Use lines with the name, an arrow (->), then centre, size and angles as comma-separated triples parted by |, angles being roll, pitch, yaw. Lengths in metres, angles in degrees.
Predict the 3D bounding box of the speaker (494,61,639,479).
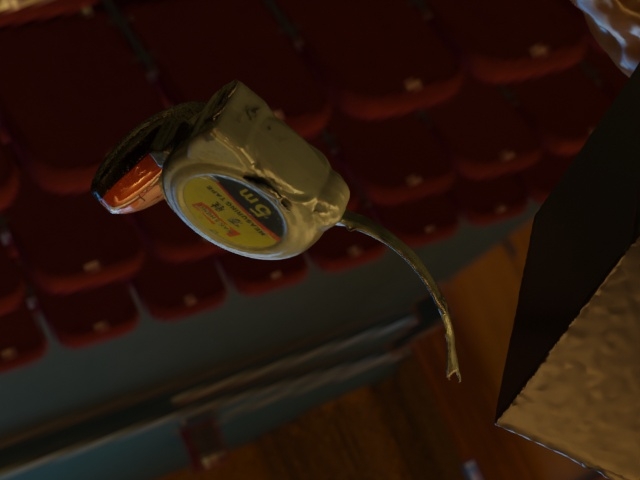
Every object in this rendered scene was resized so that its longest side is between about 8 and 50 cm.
speaker -> 0.262, 0.011, 1.083 | 0.232, 0.184, 0.254 | -71, -173, -46

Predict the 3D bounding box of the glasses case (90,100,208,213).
glasses case -> -0.149, -0.081, 1.505 | 0.103, 0.067, 0.266 | -40, -179, 12

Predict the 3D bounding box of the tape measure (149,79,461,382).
tape measure -> 0.001, -0.001, 1.348 | 0.164, 0.330, 0.084 | -14, -139, 52

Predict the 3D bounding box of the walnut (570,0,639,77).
walnut -> 0.373, -0.276, 1.287 | 0.383, 0.383, 0.383 | -23, 164, -7
